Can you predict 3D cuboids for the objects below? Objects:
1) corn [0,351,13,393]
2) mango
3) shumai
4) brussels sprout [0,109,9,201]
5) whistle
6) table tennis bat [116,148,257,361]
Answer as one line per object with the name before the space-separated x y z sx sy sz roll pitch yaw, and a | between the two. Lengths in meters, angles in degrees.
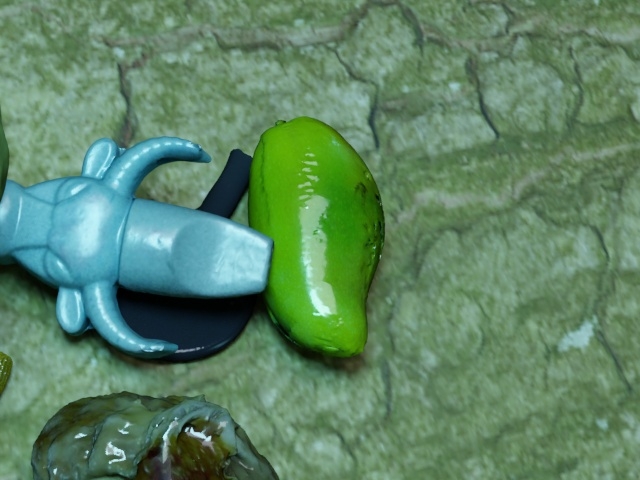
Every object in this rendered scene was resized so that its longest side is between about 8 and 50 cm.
corn | -0.272 0.126 1.454 0.028 0.027 0.083 33 49 -13
mango | 0.000 0.000 1.569 0.125 0.111 0.232 -4 61 -19
shumai | -0.117 0.176 1.392 0.209 0.153 0.161 26 60 -1
brussels sprout | -0.409 0.021 1.252 0.342 0.425 0.361 45 8 -31
whistle | -0.176 0.001 1.509 0.274 0.093 0.186 9 82 3
table tennis bat | -0.114 0.009 1.585 0.150 0.027 0.236 26 54 4
